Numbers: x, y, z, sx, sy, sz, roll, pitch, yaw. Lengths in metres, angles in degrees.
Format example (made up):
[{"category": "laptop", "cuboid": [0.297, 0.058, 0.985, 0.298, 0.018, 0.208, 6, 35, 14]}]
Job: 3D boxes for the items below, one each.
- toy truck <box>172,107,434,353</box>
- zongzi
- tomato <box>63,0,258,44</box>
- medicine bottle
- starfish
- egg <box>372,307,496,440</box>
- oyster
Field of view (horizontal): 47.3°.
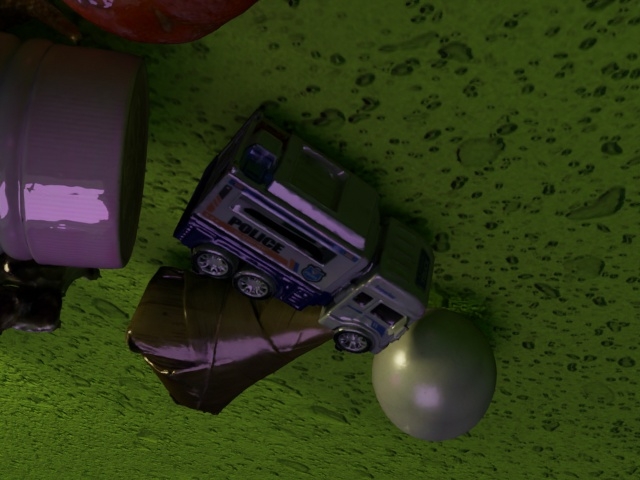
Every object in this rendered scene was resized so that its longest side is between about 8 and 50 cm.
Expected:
[{"category": "toy truck", "cuboid": [0.000, 0.000, 0.765, 0.268, 0.124, 0.155, 31, 137, -16]}, {"category": "zongzi", "cuboid": [-0.085, 0.160, 1.007, 0.300, 0.145, 0.273, 3, 147, 8]}, {"category": "tomato", "cuboid": [-0.136, -0.236, 0.532, 0.237, 0.095, 0.236, 12, 144, 9]}, {"category": "medicine bottle", "cuboid": [-0.321, -0.087, 0.642, 0.316, 0.202, 0.202, 7, 145, -9]}, {"category": "starfish", "cuboid": [-0.321, -0.214, 0.675, 0.138, 0.050, 0.247, -20, 144, 40]}, {"category": "egg", "cuboid": [0.140, 0.171, 0.909, 0.151, 0.151, 0.209, 9, 144, 12]}, {"category": "oyster", "cuboid": [-0.407, 0.003, 0.904, 0.271, 0.275, 0.100, 18, 107, -25]}]
